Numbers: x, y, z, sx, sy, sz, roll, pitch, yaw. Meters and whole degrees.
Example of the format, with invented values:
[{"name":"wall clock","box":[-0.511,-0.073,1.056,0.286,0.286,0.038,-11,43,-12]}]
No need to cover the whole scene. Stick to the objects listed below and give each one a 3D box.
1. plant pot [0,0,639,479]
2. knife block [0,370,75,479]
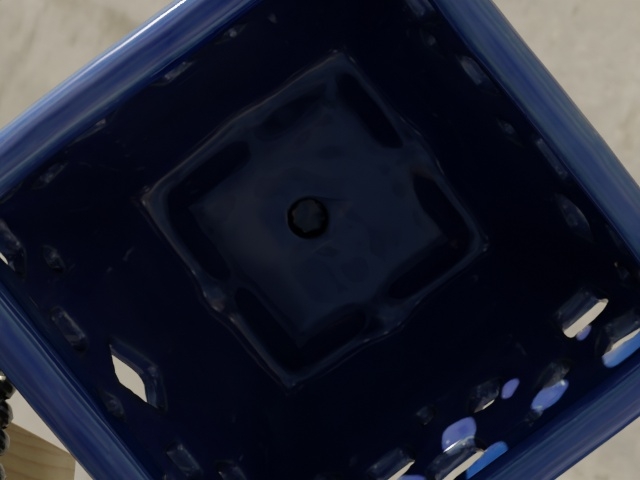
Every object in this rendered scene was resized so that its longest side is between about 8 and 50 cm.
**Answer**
[{"name":"plant pot","box":[0.000,0.000,0.703,0.236,0.236,0.212,-37,7,6]},{"name":"knife block","box":[-0.245,0.116,0.769,0.276,0.242,0.088,-17,55,28]}]
